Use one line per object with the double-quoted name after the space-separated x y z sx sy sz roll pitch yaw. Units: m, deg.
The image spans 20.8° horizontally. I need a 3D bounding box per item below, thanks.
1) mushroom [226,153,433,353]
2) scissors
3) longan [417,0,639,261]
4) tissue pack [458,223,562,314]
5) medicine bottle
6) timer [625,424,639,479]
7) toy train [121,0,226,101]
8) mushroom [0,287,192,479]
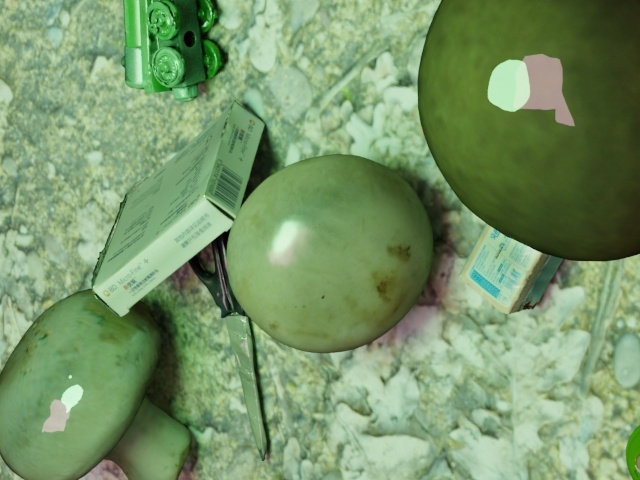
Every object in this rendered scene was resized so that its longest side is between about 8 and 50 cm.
0.000 0.000 1.744 0.215 0.207 0.207 -128 47 -58 "mushroom"
-0.088 0.095 1.908 0.109 0.022 0.300 -6 98 40 "scissors"
0.222 -0.124 1.490 0.297 0.297 0.297 9 106 34 "longan"
0.187 0.015 1.671 0.074 0.059 0.094 40 120 24 "tissue pack"
-0.152 -0.035 1.836 0.052 0.171 0.201 37 127 -20 "medicine bottle"
0.355 0.216 1.607 0.128 0.047 0.140 -38 78 37 "timer"
-0.171 -0.273 1.847 0.119 0.085 0.251 8 103 40 "toy train"
-0.242 0.181 1.944 0.243 0.243 0.243 9 106 34 "mushroom"
